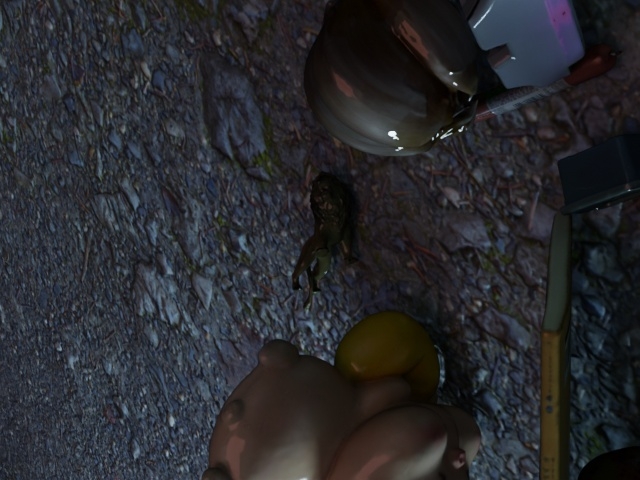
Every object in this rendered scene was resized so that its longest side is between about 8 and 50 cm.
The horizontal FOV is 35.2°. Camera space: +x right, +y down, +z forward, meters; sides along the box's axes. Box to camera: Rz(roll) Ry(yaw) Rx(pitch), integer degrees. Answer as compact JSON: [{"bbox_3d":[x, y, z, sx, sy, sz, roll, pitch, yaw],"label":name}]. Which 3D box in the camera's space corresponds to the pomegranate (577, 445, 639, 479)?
[{"bbox_3d":[0.316,0.268,1.026,0.130,0.130,0.130,26,128,40],"label":"pomegranate"}]

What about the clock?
[{"bbox_3d":[0.139,-0.242,0.865,0.083,0.253,0.186,-31,70,13],"label":"clock"}]

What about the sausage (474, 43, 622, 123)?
[{"bbox_3d":[0.207,-0.151,1.002,0.223,0.029,0.029,-17,96,52],"label":"sausage"}]

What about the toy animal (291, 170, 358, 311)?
[{"bbox_3d":[0.006,0.013,1.303,0.086,0.069,0.219,-121,38,-45],"label":"toy animal"}]

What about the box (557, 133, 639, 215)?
[{"bbox_3d":[0.272,-0.063,0.942,0.099,0.074,0.054,-24,80,52],"label":"box"}]

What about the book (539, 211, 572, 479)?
[{"bbox_3d":[0.231,0.195,0.996,0.032,0.269,0.388,2,113,14],"label":"book"}]

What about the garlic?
[{"bbox_3d":[0.058,-0.166,1.018,0.191,0.160,0.214,59,166,-1],"label":"garlic"}]

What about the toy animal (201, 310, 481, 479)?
[{"bbox_3d":[0.064,0.237,1.163,0.247,0.345,0.277,42,104,43],"label":"toy animal"}]
